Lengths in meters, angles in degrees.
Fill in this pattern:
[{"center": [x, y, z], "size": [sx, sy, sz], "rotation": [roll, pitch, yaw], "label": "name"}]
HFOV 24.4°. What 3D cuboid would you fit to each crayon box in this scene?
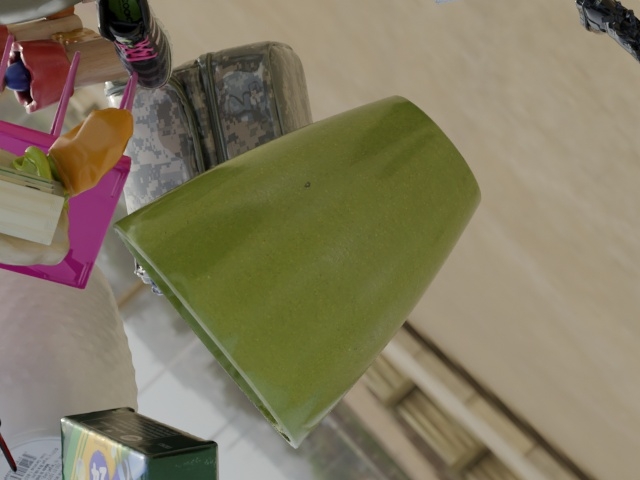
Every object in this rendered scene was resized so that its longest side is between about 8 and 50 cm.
[{"center": [-0.177, 0.343, 1.458], "size": [0.203, 0.083, 0.322], "rotation": [8, 101, 57], "label": "crayon box"}]

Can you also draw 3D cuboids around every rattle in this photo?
[{"center": [-0.272, -0.064, 1.183], "size": [0.200, 0.143, 0.130], "rotation": [25, -131, -30], "label": "rattle"}]

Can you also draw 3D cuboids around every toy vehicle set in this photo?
[{"center": [-0.318, -0.056, 1.062], "size": [0.267, 0.035, 0.166], "rotation": [16, -177, -13], "label": "toy vehicle set"}]

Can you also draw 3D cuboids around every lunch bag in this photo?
[{"center": [-0.141, -0.097, 1.961], "size": [0.212, 0.256, 0.305], "rotation": [-31, -69, -77], "label": "lunch bag"}]

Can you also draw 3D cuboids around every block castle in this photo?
[{"center": [-0.375, -0.392, 1.752], "size": [0.303, 0.213, 0.453], "rotation": [26, 128, 57], "label": "block castle"}]

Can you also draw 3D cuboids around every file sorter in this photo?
[{"center": [-0.358, -0.110, 1.582], "size": [0.291, 0.202, 0.182], "rotation": [15, -135, -13], "label": "file sorter"}]

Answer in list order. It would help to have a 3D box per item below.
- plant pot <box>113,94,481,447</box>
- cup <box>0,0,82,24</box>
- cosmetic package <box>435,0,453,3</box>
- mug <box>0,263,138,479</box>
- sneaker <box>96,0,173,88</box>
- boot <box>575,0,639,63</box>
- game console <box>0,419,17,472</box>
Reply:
[{"center": [0.000, 0.000, 1.427], "size": [0.275, 0.293, 0.275], "rotation": [49, 172, 9], "label": "plant pot"}, {"center": [-0.252, -0.307, 1.180], "size": [0.331, 0.331, 0.237], "rotation": [46, 150, 11], "label": "cup"}, {"center": [0.112, -0.456, 1.381], "size": [0.284, 0.098, 0.377], "rotation": [-107, 12, -50], "label": "cosmetic package"}, {"center": [-0.389, 0.222, 1.778], "size": [0.276, 0.374, 0.328], "rotation": [41, -168, -35], "label": "mug"}, {"center": [-0.202, -0.223, 1.576], "size": [0.074, 0.063, 0.170], "rotation": [-84, -14, -49], "label": "sneaker"}, {"center": [0.337, -0.235, 1.651], "size": [0.099, 0.045, 0.121], "rotation": [44, -173, 21], "label": "boot"}, {"center": [-0.350, 0.146, 1.360], "size": [0.085, 0.124, 0.144], "rotation": [-82, -21, -55], "label": "game console"}]
